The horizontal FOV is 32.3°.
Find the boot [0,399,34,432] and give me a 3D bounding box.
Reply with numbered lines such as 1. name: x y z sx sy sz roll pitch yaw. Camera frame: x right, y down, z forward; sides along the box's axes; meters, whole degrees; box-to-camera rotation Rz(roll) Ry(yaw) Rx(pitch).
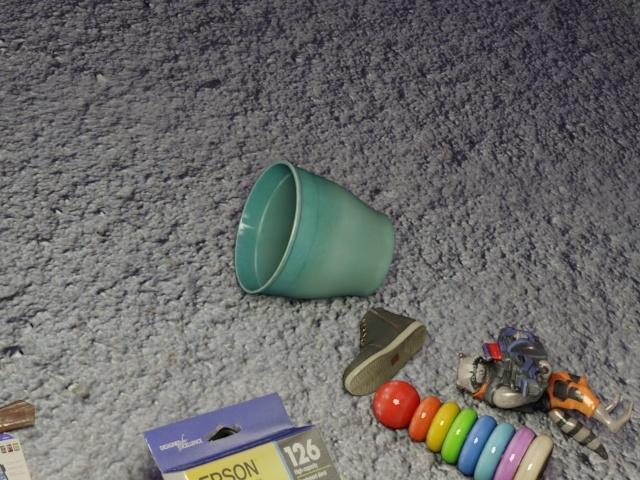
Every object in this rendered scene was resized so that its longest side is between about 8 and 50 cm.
1. boot: -0.544 0.282 1.856 0.114 0.037 0.106 -18 64 -32

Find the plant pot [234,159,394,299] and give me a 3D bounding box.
1. plant pot: 0.000 0.000 2.231 0.255 0.271 0.271 15 37 -26

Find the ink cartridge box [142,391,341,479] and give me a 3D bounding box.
1. ink cartridge box: -0.090 0.394 1.730 0.304 0.072 0.307 -10 70 -48

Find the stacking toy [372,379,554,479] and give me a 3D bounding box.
1. stacking toy: 0.247 0.351 2.010 0.330 0.141 0.141 25 39 19

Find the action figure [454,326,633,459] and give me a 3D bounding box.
1. action figure: 0.411 0.296 2.091 0.330 0.178 0.341 17 14 7

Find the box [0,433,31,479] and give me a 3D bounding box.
1. box: -0.512 0.370 1.772 0.081 0.028 0.136 -7 42 -27

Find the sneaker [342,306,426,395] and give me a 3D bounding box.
1. sneaker: 0.095 0.216 2.156 0.118 0.083 0.222 23 42 37

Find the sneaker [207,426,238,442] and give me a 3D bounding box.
1. sneaker: -0.208 0.416 1.753 0.108 0.121 0.302 21 39 6

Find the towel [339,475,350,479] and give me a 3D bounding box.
1. towel: 0.041 0.457 1.882 0.152 0.023 0.113 22 41 3
